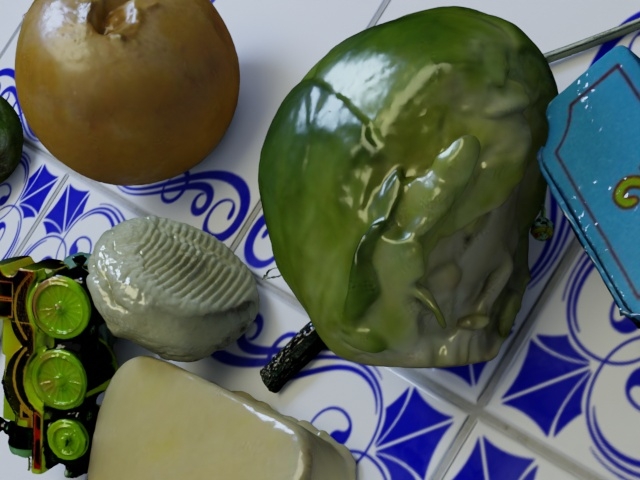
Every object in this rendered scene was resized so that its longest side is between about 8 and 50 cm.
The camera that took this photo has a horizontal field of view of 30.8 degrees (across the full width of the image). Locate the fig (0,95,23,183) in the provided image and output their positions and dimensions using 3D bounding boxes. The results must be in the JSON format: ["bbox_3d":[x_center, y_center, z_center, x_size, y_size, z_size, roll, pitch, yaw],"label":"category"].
[{"bbox_3d":[-0.623,-0.179,2.101,0.203,0.203,0.235,-55,1,0],"label":"fig"}]

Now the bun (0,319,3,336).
[{"bbox_3d":[-0.619,0.138,1.865,0.229,0.145,0.229,-25,50,34],"label":"bun"}]

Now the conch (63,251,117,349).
[{"bbox_3d":[-0.320,0.105,1.614,0.188,0.122,0.176,-39,63,21],"label":"conch"}]

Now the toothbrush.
[{"bbox_3d":[0.259,-0.207,1.339,0.294,0.026,0.028,-23,68,32],"label":"toothbrush"}]

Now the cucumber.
[{"bbox_3d":[-0.007,0.116,1.370,0.163,0.043,0.039,-43,79,16],"label":"cucumber"}]

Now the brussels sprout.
[{"bbox_3d":[0.094,-0.053,1.200,0.315,0.276,0.371,4,85,47],"label":"brussels sprout"}]

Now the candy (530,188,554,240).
[{"bbox_3d":[0.241,-0.035,1.245,0.023,0.025,0.083,13,57,3],"label":"candy"}]

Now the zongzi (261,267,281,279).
[{"bbox_3d":[0.000,0.000,1.446,0.154,0.062,0.130,-37,20,43],"label":"zongzi"}]

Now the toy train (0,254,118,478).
[{"bbox_3d":[-0.352,0.161,1.520,0.161,0.100,0.296,5,100,14],"label":"toy train"}]

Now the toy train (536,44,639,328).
[{"bbox_3d":[0.353,-0.048,1.027,0.265,0.188,0.300,-41,45,23],"label":"toy train"}]

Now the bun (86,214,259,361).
[{"bbox_3d":[-0.193,0.072,1.459,0.134,0.220,0.220,-62,34,29],"label":"bun"}]

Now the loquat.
[{"bbox_3d":[-0.274,-0.234,1.648,0.328,0.328,0.328,-24,49,31],"label":"loquat"}]

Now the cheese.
[{"bbox_3d":[-0.124,0.291,1.308,0.384,0.104,0.384,-24,49,31],"label":"cheese"}]
